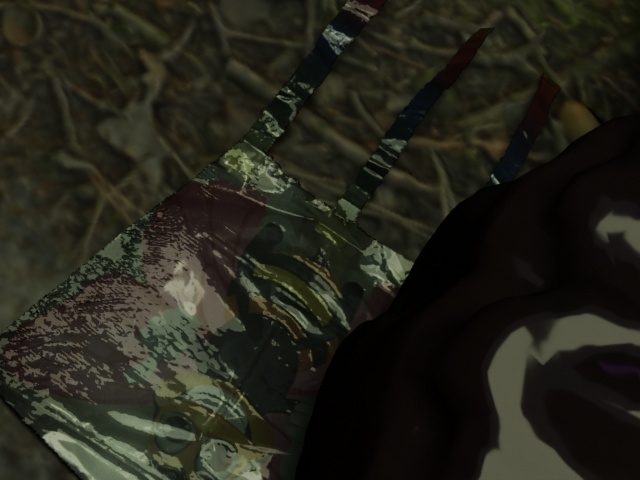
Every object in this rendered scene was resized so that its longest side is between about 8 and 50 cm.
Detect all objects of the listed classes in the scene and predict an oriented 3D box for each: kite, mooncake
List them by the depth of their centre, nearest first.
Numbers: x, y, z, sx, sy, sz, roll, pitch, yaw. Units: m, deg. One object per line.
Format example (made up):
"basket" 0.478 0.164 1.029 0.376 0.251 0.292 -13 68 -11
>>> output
"mooncake" 0.174 0.144 0.688 0.381 0.212 0.351 27 64 -2
"kite" 0.001 -0.002 0.819 0.204 0.022 0.360 32 57 -1
